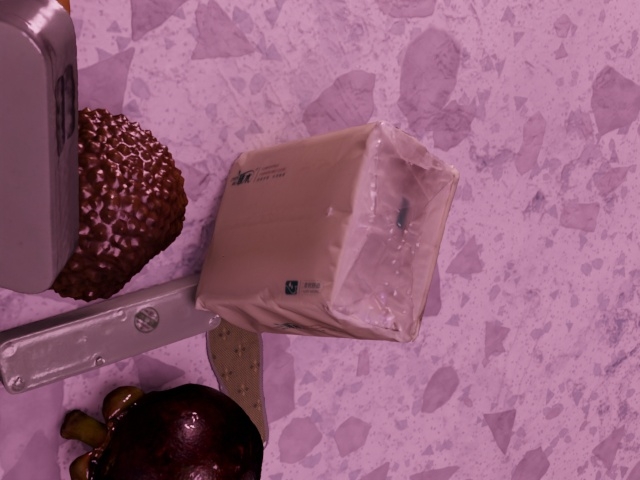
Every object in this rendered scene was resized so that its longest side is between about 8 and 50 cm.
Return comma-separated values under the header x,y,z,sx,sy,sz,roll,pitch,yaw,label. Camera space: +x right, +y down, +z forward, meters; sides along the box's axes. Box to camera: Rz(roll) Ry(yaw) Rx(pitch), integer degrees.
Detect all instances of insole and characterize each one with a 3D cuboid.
x,y,z,sx,sy,sz,roll,pitch,yaw,label
-0.142,0.247,1.792,0.109,0.007,0.322,-17,111,-27,insole

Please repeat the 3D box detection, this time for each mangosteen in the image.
x,y,z,sx,sy,sz,roll,pitch,yaw,label
-0.235,0.354,1.599,0.297,0.297,0.293,-29,94,-23,mangosteen

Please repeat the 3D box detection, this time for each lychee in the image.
x,y,z,sx,sy,sz,roll,pitch,yaw,label
-0.327,-0.058,1.446,0.268,0.267,0.267,-10,109,-30,lychee

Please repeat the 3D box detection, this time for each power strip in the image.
x,y,z,sx,sy,sz,roll,pitch,yaw,label
-0.324,0.140,1.609,0.385,0.062,0.091,-17,111,-28,power strip

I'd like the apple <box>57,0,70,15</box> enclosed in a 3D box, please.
x,y,z,sx,sy,sz,roll,pitch,yaw,label
-0.458,-0.321,1.305,0.241,0.242,0.242,8,99,-46,apple

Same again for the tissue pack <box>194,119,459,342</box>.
x,y,z,sx,sy,sz,roll,pitch,yaw,label
0.000,0.000,1.555,0.207,0.380,0.297,26,71,-33,tissue pack

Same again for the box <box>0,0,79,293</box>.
x,y,z,sx,sy,sz,roll,pitch,yaw,label
-0.486,-0.142,1.207,0.397,0.111,0.396,16,128,5,box
